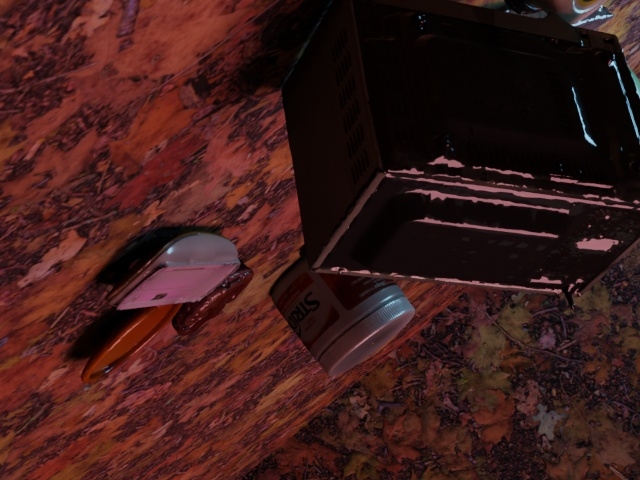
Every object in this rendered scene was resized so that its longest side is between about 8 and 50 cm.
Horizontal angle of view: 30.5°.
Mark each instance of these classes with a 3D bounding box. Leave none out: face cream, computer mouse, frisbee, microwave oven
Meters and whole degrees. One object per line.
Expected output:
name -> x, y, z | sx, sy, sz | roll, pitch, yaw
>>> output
face cream -> 0.040, 0.115, 2.133 | 0.201, 0.187, 0.201 | -35, 166, -10
computer mouse -> -0.197, 0.041, 1.570 | 0.126, 0.056, 0.245 | -42, 166, 19
frisbee -> -0.278, 0.134, 1.712 | 0.192, 0.035, 0.192 | -43, 173, -7
microwave oven -> 0.169, -0.108, 1.283 | 0.355, 0.286, 0.218 | 7, 144, -23

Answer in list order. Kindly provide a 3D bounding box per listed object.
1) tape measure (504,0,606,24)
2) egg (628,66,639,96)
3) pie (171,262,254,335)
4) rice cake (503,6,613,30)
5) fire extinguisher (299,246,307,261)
tape measure -> 0.287, -0.366, 1.318 | 0.231, 0.133, 0.271 | -47, 164, 6
egg -> 0.419, -0.200, 1.982 | 0.270, 0.220, 0.220 | -37, 167, -8
pie -> -0.169, 0.091, 1.834 | 0.153, 0.038, 0.153 | -42, 173, -6
rice cake -> 0.294, -0.302, 1.668 | 0.399, 0.064, 0.070 | -22, 169, -48
fire extinguisher -> 0.000, 0.000, 2.008 | 0.083, 0.025, 0.038 | -43, -157, 23
